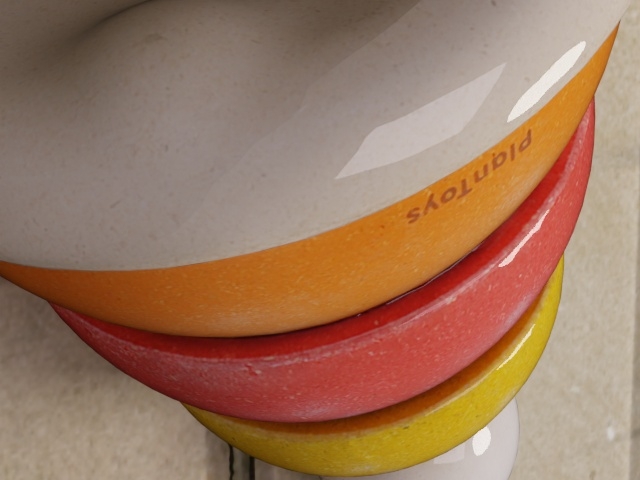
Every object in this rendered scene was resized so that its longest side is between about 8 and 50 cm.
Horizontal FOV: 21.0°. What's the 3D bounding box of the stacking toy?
[{"bbox_3d":[0.000,0.000,0.815,0.350,0.351,0.480,-43,141,-21],"label":"stacking toy"}]
